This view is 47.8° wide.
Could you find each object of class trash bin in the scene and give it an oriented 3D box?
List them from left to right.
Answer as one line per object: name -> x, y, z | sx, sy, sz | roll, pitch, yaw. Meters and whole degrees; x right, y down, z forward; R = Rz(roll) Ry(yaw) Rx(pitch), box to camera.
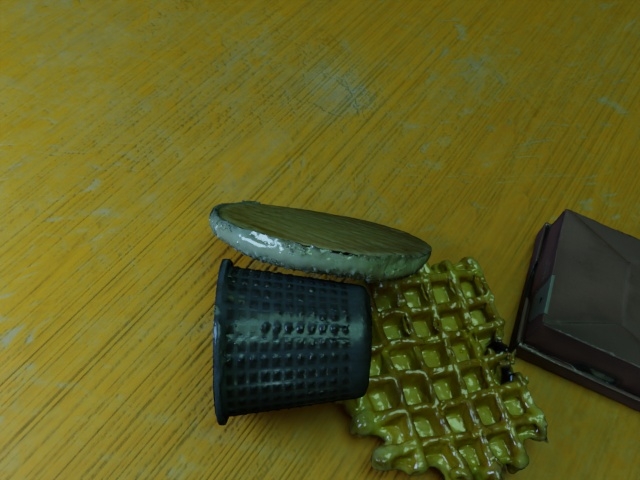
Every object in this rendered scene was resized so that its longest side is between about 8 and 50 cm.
trash bin -> -0.028, 0.107, 0.762 | 0.161, 0.175, 0.175 | 1, 57, -1

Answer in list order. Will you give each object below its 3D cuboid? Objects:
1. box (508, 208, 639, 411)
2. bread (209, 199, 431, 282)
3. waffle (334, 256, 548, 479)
box -> 0.380, 0.089, 0.950 | 0.215, 0.086, 0.215 | 25, 56, 2
bread -> 0.000, 0.000, 0.848 | 0.267, 0.267, 0.040 | 10, 100, -2
waffle -> 0.146, 0.152, 0.864 | 0.283, 0.065, 0.309 | 30, 59, 9
